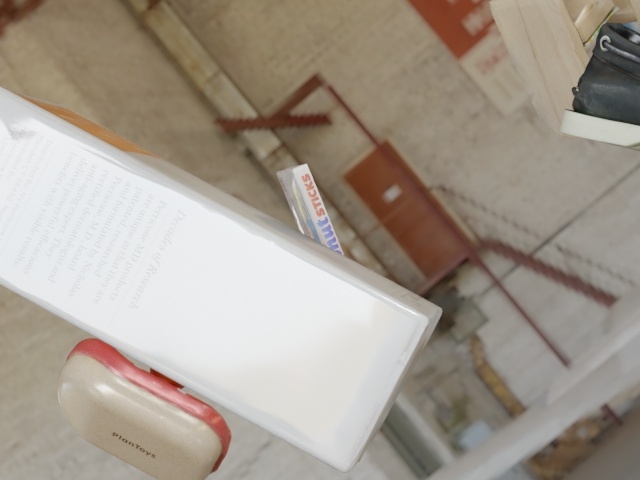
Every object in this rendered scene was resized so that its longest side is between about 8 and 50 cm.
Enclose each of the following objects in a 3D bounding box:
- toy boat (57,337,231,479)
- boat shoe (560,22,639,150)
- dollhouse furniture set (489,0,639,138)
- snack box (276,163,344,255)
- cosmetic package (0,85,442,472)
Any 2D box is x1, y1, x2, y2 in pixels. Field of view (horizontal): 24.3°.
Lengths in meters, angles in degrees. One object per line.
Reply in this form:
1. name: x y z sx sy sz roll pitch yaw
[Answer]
1. toy boat: -0.208 0.192 1.856 0.151 0.231 0.151 -62 1 -39
2. boat shoe: 0.324 -0.107 1.092 0.127 0.113 0.340 7 6 -34
3. dollhouse furniture set: 0.428 -0.221 1.315 0.394 0.256 0.362 -6 32 43
4. snack box: 0.000 0.000 1.679 0.022 0.178 0.064 -25 7 -18
5. cosmetic package: -0.125 0.030 1.393 0.161 0.453 0.230 -62 -6 3
